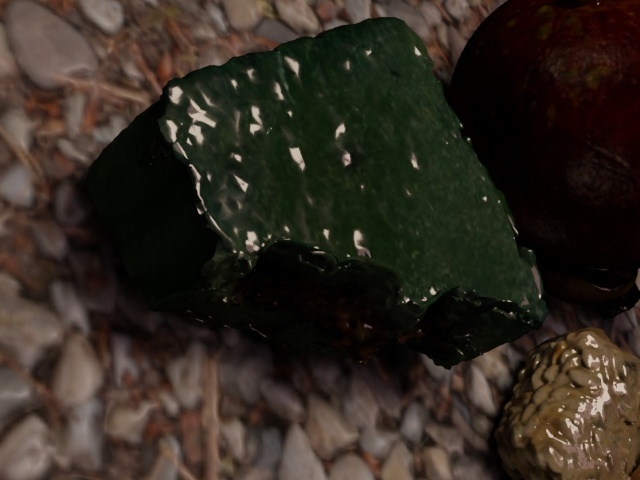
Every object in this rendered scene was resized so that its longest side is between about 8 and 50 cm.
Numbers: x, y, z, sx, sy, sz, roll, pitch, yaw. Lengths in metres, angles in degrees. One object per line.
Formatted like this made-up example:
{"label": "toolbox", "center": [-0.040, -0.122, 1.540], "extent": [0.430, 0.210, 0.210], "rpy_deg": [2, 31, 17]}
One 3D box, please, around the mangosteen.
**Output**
{"label": "mangosteen", "center": [0.199, -0.054, 0.771], "extent": [0.215, 0.215, 0.258], "rpy_deg": [-56, 138, -46]}

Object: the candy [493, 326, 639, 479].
{"label": "candy", "center": [0.160, 0.115, 0.720], "extent": [0.095, 0.085, 0.110], "rpy_deg": [42, 55, -8]}

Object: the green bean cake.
{"label": "green bean cake", "center": [0.000, 0.000, 0.598], "extent": [0.208, 0.107, 0.193], "rpy_deg": [-25, 90, -48]}

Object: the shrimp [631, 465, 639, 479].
{"label": "shrimp", "center": [0.217, 0.191, 0.761], "extent": [0.091, 0.043, 0.184], "rpy_deg": [55, 34, 4]}
